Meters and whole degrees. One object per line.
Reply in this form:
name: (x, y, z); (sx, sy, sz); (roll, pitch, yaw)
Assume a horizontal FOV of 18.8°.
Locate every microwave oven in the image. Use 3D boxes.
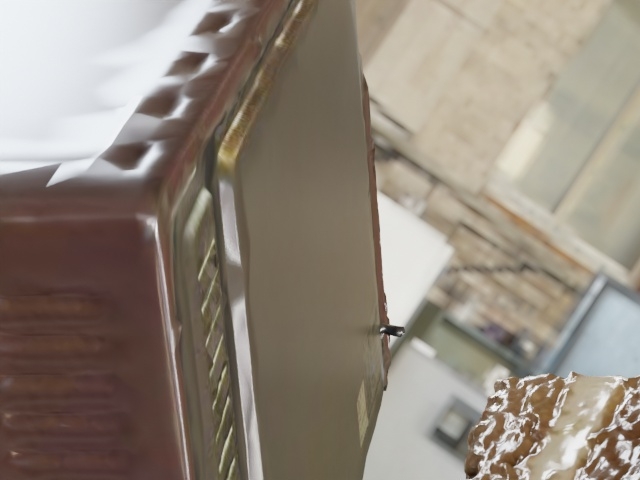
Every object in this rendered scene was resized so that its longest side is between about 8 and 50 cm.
microwave oven: (-0.088, 0.024, 0.466); (0.188, 0.178, 0.247); (-3, 24, 10)

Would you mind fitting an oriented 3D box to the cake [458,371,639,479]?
cake: (0.254, 0.268, 1.473); (0.290, 0.282, 0.256); (-5, -49, 43)
